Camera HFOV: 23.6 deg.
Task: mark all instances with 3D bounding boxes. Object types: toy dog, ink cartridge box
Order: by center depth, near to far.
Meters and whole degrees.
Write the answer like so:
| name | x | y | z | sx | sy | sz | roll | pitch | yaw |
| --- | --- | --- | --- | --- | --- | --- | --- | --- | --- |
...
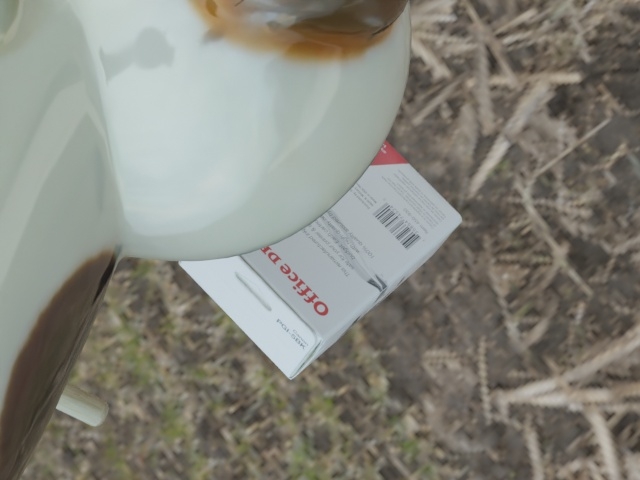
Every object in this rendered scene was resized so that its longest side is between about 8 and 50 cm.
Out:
| name | x | y | z | sx | sy | sz | roll | pitch | yaw |
| --- | --- | --- | --- | --- | --- | --- | --- | --- | --- |
| toy dog | -0.146 | -0.033 | 0.612 | 0.395 | 0.408 | 0.284 | 45 | 160 | 21 |
| ink cartridge box | 0.000 | 0.000 | 0.889 | 0.099 | 0.135 | 0.056 | 46 | 144 | 8 |

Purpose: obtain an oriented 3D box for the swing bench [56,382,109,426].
| name | x | y | z | sx | sy | sz | roll | pitch | yaw |
| --- | --- | --- | --- | --- | --- | --- | --- | --- | --- |
| swing bench | -0.229 | -0.043 | 1.046 | 0.255 | 0.253 | 0.165 | 35 | 160 | -27 |
